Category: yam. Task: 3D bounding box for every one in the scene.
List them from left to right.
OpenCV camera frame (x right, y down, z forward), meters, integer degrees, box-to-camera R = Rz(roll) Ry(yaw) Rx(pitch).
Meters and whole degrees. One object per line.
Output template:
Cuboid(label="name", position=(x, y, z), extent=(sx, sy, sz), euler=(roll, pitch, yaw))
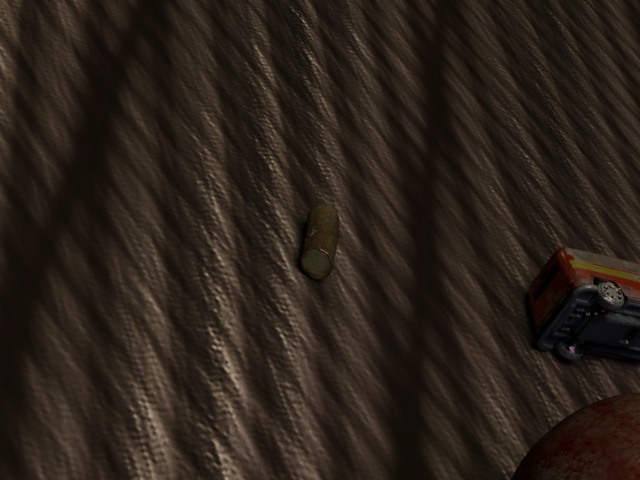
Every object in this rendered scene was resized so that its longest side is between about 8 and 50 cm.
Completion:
Cuboid(label="yam", position=(0.000, 0.000, 1.270), extent=(0.043, 0.043, 0.094), euler=(22, 45, -12))

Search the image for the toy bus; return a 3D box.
Cuboid(label="toy bus", position=(0.405, 0.092, 1.376), extent=(0.265, 0.121, 0.120), euler=(12, 40, -21))

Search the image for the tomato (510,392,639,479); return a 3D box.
Cuboid(label="tomato", position=(0.323, 0.307, 1.009), extent=(0.282, 0.317, 0.317), euler=(-10, 56, -7))
